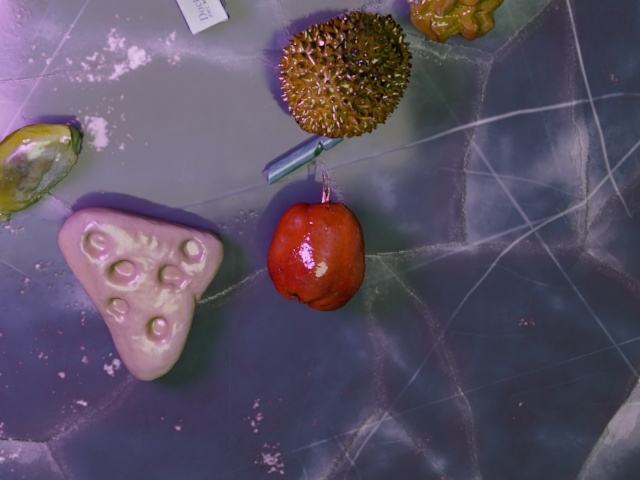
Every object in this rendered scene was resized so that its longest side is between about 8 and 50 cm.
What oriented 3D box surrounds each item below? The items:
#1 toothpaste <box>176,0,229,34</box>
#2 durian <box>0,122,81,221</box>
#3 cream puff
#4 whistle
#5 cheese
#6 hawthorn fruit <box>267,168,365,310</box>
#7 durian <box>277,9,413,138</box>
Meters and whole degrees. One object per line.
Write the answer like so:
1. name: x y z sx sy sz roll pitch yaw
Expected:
1. toothpaste: -0.280 -0.562 1.792 0.089 0.071 0.312 -25 109 1
2. durian: -0.586 -0.146 1.829 0.250 0.101 0.139 -37 110 7
3. cream puff: 0.285 -0.492 1.868 0.221 0.194 0.194 -15 108 -2
4. whistle: -0.038 -0.181 1.959 0.186 0.039 0.039 -31 109 -1
5. cheese: -0.410 0.097 1.917 0.328 0.129 0.351 23 98 -18
6. hawthorn fruit: 0.000 0.000 1.936 0.211 0.211 0.299 9 95 -13
7. durian: 0.061 -0.335 1.834 0.293 0.258 0.258 -36 115 -42
